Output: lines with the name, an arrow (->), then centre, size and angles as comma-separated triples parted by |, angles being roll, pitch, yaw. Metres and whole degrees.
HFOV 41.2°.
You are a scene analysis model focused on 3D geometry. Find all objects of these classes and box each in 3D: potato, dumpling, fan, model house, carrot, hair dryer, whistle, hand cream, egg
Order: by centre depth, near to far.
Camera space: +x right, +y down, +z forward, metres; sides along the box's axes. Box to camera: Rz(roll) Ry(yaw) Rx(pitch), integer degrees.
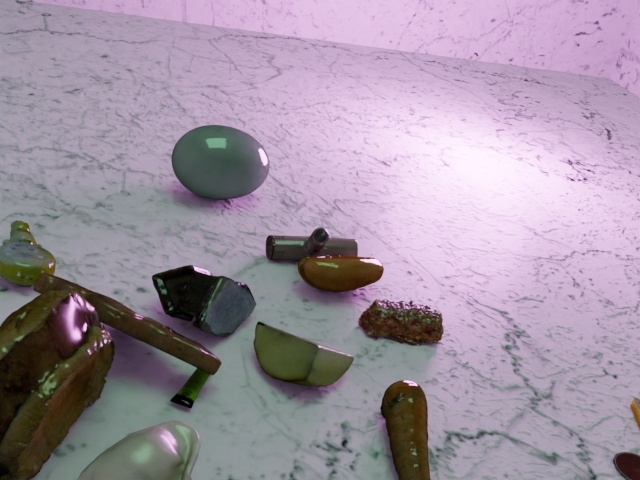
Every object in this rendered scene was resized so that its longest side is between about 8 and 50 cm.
dumpling -> -0.222, 0.315, 1.111 | 0.169, 0.100, 0.134 | -14, 42, -41
carrot -> 0.142, 0.330, 1.301 | 0.078, 0.078, 0.298 | 10, 33, -10
hand cream -> -0.199, 0.226, 1.364 | 0.036, 0.023, 0.122 | 17, 28, 9
fan -> 0.541, 0.401, 1.426 | 0.085, 0.005, 0.133 | 10, 28, -11
potato -> -0.035, 0.206, 1.460 | 0.149, 0.081, 0.120 | 16, -8, 39
model house -> -0.215, 0.104, 1.523 | 0.152, 0.106, 0.165 | 16, -10, 26
whistle -> -0.541, 0.024, 1.545 | 0.104, 0.057, 0.198 | 9, 20, -28
hair dryer -> 0.013, 0.000, 1.724 | 0.195, 0.054, 0.220 | 3, -13, -20
egg -> -0.225, -0.176, 1.932 | 0.230, 0.168, 0.168 | 4, 29, -31

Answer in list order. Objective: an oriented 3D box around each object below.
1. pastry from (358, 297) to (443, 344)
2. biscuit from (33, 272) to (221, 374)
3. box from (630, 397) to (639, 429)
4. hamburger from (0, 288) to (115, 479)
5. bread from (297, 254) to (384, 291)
pastry -> 0.158, 0.150, 1.636 | 0.169, 0.063, 0.087 | 9, 31, -13
biscuit -> -0.304, 0.131, 1.361 | 0.319, 0.047, 0.183 | 24, -8, 15
box -> 0.617, 0.346, 1.548 | 0.073, 0.020, 0.149 | 15, 28, -3
hamburger -> -0.385, 0.184, 1.159 | 0.132, 0.211, 0.309 | 24, 27, 7
bread -> 0.040, 0.067, 1.705 | 0.189, 0.078, 0.114 | -2, 11, -31
